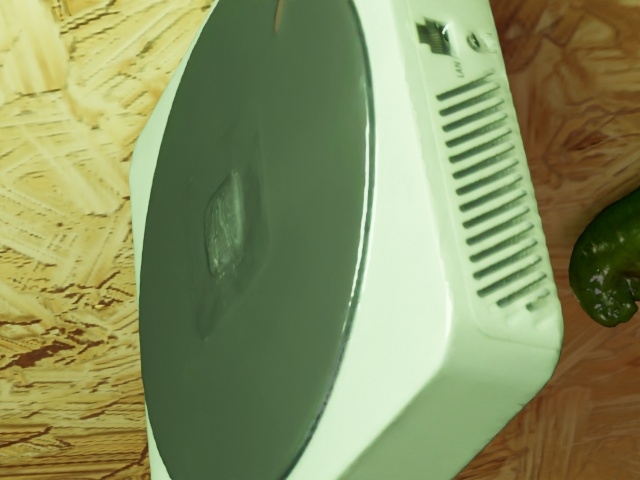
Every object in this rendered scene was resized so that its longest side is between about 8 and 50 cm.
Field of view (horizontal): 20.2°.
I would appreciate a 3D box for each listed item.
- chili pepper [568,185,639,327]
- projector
[{"bbox_3d":[0.223,-0.013,0.935,0.204,0.073,0.072,-22,165,39],"label":"chili pepper"},{"bbox_3d":[0.000,0.000,0.723,0.079,0.257,0.259,7,144,-24],"label":"projector"}]
